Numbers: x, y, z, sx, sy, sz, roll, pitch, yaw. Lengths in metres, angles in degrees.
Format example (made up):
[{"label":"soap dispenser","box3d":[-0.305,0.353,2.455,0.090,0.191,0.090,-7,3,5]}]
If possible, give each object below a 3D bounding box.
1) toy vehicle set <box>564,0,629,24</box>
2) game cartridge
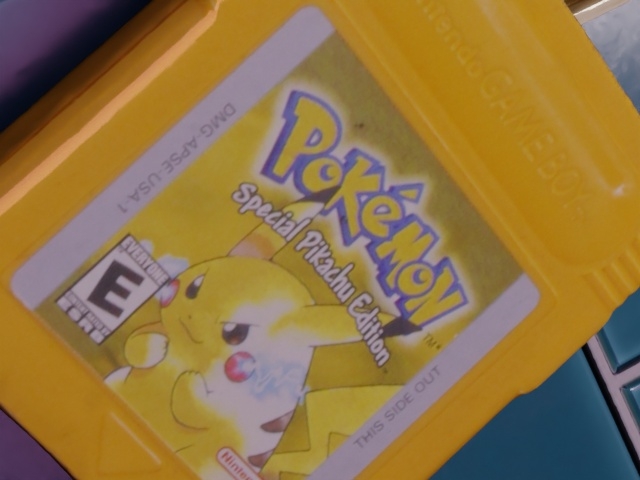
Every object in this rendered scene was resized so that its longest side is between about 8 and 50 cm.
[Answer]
[{"label":"toy vehicle set","box3d":[0.051,-0.158,0.868,0.267,0.035,0.166,-26,119,-11]},{"label":"game cartridge","box3d":[0.000,0.000,0.859,0.324,0.053,0.285,-42,120,-2]}]
